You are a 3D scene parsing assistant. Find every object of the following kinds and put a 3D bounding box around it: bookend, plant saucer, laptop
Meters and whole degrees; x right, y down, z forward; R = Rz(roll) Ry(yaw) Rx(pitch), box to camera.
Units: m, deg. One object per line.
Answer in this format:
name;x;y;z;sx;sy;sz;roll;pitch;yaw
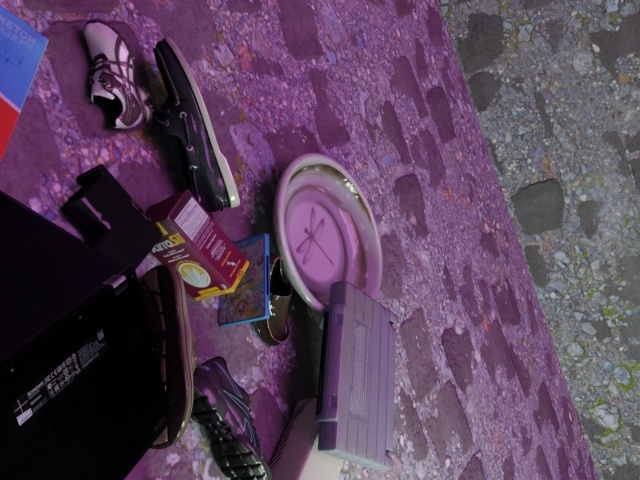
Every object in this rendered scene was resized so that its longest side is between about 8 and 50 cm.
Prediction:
bookend;-0.359;-0.009;1.032;0.156;0.072;0.157;53;40;-26
plant saucer;0.000;0.000;1.505;0.400;0.100;0.400;25;57;-47
laptop;-0.417;0.163;0.803;0.382;0.236;0.408;-51;136;-61

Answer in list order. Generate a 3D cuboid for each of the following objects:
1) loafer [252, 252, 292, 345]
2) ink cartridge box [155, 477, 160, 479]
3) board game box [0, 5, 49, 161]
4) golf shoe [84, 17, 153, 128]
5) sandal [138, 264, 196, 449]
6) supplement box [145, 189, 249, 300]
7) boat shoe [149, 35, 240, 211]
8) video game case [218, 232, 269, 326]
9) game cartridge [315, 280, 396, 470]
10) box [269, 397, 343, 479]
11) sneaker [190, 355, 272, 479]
loafer;-0.097;0.121;1.312;0.080;0.078;0.220;-47;131;-51
ink cartridge box;-0.272;0.423;1.015;0.048;0.028;0.083;56;39;-24
board game box;-0.556;-0.273;0.873;0.316;0.064;0.242;35;50;-42
golf shoe;-0.370;-0.290;1.130;0.094;0.077;0.198;-41;109;-53
sandal;-0.248;0.189;1.076;0.086;0.120;0.303;37;47;-60
supplement box;-0.233;0.013;1.172;0.188;0.104;0.081;53;40;-27
boat shoe;-0.263;-0.206;1.220;0.113;0.127;0.340;-23;107;-12
video game case;-0.149;0.077;1.249;0.015;0.119;0.166;24;58;-50
game cartridge;0.081;0.287;1.374;0.230;0.068;0.355;33;52;-41
box;-0.031;0.453;1.281;0.113;0.094;0.275;57;38;-24
sneaker;-0.150;0.331;1.162;0.267;0.101;0.106;63;34;-15
